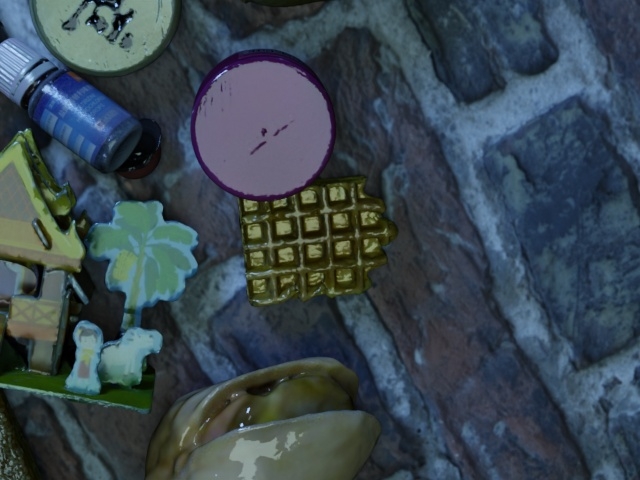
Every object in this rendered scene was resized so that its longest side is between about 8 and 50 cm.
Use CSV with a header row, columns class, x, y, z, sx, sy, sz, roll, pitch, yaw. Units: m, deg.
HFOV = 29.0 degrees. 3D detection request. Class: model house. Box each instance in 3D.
class,x,y,z,sx,sy,sz,roll,pitch,yaw
model house,-0.333,0.030,1.532,0.357,0.242,0.313,11,99,-6

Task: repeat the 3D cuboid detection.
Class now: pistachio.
class,x,y,z,sx,sy,sz,roll,pitch,yaw
pistachio,-0.080,0.277,1.617,0.321,0.229,0.238,-26,145,-4

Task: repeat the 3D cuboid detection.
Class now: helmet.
class,x,y,z,sx,sy,sz,roll,pitch,yaw
helmet,-0.232,-0.112,1.598,0.065,0.049,0.084,37,78,32

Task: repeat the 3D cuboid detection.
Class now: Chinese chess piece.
class,x,y,z,sx,sy,sz,roll,pitch,yaw
Chinese chess piece,-0.267,-0.297,1.537,0.188,0.083,0.188,-1,101,-5

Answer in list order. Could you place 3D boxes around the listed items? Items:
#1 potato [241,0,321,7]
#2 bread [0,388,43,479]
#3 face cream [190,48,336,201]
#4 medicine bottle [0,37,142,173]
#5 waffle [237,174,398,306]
class,x,y,z,sx,sy,sz,roll,pitch,yaw
potato,-0.053,-0.387,1.473,0.351,0.202,0.218,16,135,-14
bread,-0.477,0.307,1.642,0.184,0.110,0.234,-21,99,-8
face cream,-0.072,-0.148,1.529,0.175,0.195,0.175,-1,102,-3
medicine bottle,-0.323,-0.171,1.542,0.203,0.083,0.083,35,98,7
waffle,0.000,0.000,1.640,0.211,0.055,0.160,-5,102,-5
